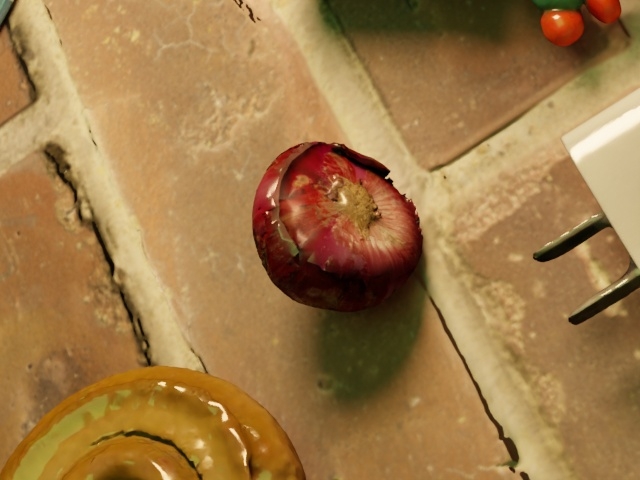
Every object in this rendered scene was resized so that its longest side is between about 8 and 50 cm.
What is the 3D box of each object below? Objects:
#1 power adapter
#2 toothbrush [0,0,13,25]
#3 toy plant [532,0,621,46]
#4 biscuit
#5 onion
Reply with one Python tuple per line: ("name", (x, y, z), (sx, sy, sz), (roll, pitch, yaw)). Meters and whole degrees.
("power adapter", (0.282, -0.029, 1.127), (0.255, 0.124, 0.187), (-32, 62, 12))
("toothbrush", (-0.328, -0.227, 1.535), (0.019, 0.025, 0.275), (28, 88, 35))
("toy plant", (0.142, -0.326, 1.263), (0.400, 0.185, 0.279), (5, 54, 18))
("biscuit", (-0.151, 0.241, 1.235), (0.296, 0.102, 0.296), (-10, 59, 17))
("onion", (0.000, 0.000, 1.267), (0.140, 0.150, 0.150), (-42, 51, 53))
